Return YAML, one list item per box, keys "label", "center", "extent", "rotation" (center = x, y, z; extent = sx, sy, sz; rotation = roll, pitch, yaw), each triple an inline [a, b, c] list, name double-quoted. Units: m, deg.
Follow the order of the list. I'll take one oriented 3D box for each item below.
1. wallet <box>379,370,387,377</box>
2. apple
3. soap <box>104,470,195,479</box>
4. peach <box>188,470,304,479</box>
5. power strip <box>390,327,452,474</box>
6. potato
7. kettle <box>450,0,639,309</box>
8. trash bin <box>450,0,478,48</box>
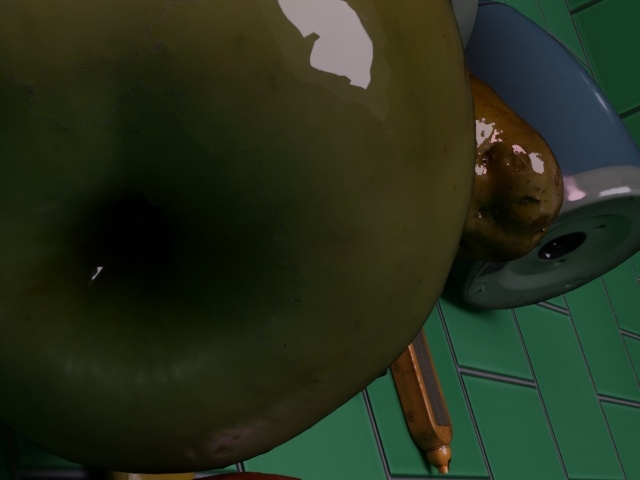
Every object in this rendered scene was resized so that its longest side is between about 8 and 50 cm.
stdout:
- label: "wallet"
  center: [0.000, 0.000, 1.241]
  extent: [0.182, 0.049, 0.229]
  rotation: [42, 35, -46]
- label: "apple"
  center: [-0.081, -0.060, 0.761]
  extent: [0.357, 0.357, 0.357]
  rotation: [47, 30, -38]
- label: "soap"
  center: [-0.098, 0.182, 0.873]
  extent: [0.089, 0.033, 0.168]
  rotation: [11, 59, -59]
- label: "peach"
  center: [-0.040, 0.230, 0.715]
  extent: [0.256, 0.232, 0.232]
  rotation: [2, 65, -46]
- label: "power strip"
  center: [0.094, 0.139, 1.332]
  extent: [0.049, 0.028, 0.178]
  rotation: [18, 52, -60]
- label: "potato"
  center: [0.091, -0.118, 1.352]
  extent: [0.195, 0.176, 0.369]
  rotation: [-7, 45, -38]
- label: "kettle"
  center: [0.184, -0.125, 1.565]
  extent: [0.319, 0.247, 0.342]
  rotation: [-2, 59, -38]
- label: "trash bin"
  center: [-0.024, -0.285, 1.183]
  extent: [0.280, 0.280, 0.432]
  rotation: [47, 27, -38]
